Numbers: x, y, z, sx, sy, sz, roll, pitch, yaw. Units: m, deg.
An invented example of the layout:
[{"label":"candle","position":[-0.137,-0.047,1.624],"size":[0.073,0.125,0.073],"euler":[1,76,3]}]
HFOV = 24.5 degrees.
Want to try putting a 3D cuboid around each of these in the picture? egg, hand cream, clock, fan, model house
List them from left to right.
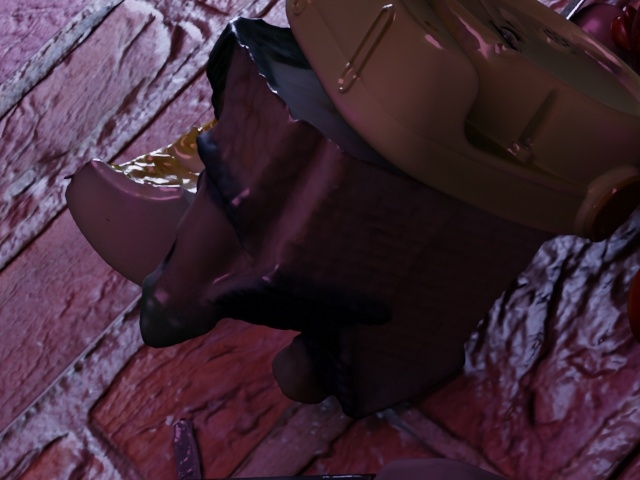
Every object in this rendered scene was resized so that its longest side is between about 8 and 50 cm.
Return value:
[{"label":"hand cream","position":[-0.125,0.204,1.377],"size":[0.030,0.019,0.093],"euler":[-27,44,14]},{"label":"egg","position":[-0.120,-0.032,1.488],"size":[0.271,0.162,0.206],"euler":[-26,-7,-38]},{"label":"model house","position":[0.002,0.001,1.263],"size":[0.284,0.298,0.243],"euler":[-60,36,18]},{"label":"clock","position":[0.153,-0.126,1.219],"size":[0.117,0.348,0.286],"euler":[-57,33,23]},{"label":"fan","position":[0.248,-0.233,1.465],"size":[0.220,0.009,0.132],"euler":[-51,4,-11]}]

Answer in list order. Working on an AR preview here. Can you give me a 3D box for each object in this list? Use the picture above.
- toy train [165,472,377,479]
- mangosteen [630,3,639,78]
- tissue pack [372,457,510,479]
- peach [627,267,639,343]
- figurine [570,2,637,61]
[{"label":"toy train","position":[-0.123,0.254,1.278],"size":[0.409,0.089,0.086],"euler":[-6,54,30]},{"label":"mangosteen","position":[0.348,-0.180,1.261],"size":[0.199,0.200,0.200],"euler":[-19,44,20]},{"label":"tissue pack","position":[0.172,0.276,0.938],"size":[0.333,0.229,0.236],"euler":[-3,65,34]},{"label":"peach","position":[0.294,0.050,1.170],"size":[0.100,0.101,0.101],"euler":[-19,44,20]},{"label":"figurine","position":[0.273,-0.198,1.433],"size":[0.071,0.067,0.083],"euler":[-28,-2,31]}]
